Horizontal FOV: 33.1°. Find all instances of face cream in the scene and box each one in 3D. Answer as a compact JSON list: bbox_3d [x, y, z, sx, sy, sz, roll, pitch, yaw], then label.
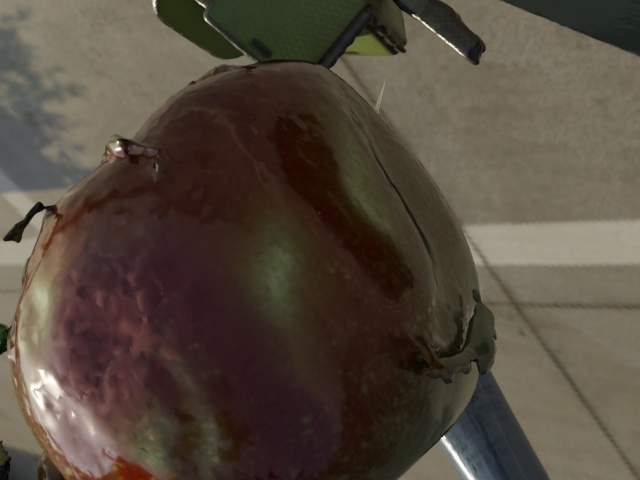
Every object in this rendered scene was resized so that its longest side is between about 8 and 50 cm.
[{"bbox_3d":[0.193,0.231,1.321,0.385,0.135,0.086,60,-168,29],"label":"face cream"}]

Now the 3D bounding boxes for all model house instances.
[{"bbox_3d":[0.010,-0.211,1.070,0.279,0.218,0.205,46,-170,24],"label":"model house"}]

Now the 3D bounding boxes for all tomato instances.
[{"bbox_3d":[-0.033,0.051,0.645,0.239,0.303,0.303,46,154,12],"label":"tomato"}]

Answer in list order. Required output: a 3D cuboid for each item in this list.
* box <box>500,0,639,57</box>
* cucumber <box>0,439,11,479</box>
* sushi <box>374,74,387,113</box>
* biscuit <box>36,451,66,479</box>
[{"bbox_3d":[0.270,-0.262,0.581,0.352,0.344,0.177,17,168,-17],"label":"box"},{"bbox_3d":[-0.386,0.378,1.172,0.096,0.096,0.359,20,118,23],"label":"cucumber"},{"bbox_3d":[0.000,0.000,0.949,0.043,0.279,0.192,13,177,0],"label":"sushi"},{"bbox_3d":[-0.236,0.265,1.229,0.062,0.237,0.291,12,135,13],"label":"biscuit"}]
